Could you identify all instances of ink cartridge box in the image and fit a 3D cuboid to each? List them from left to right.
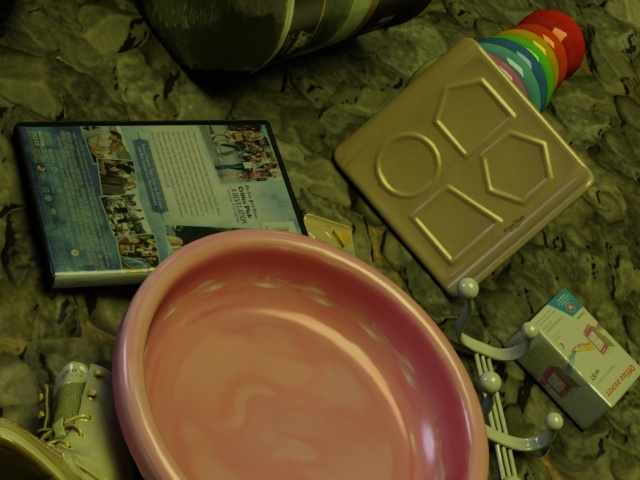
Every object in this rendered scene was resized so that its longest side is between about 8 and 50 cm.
[{"bbox_3d":[0.262,0.122,1.855,0.122,0.052,0.088,48,40,4],"label":"ink cartridge box"}]

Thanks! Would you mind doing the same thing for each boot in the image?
[{"bbox_3d":[-0.203,0.157,1.388,0.213,0.077,0.165,53,25,-42],"label":"boot"}]

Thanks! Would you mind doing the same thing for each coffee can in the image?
[{"bbox_3d":[-0.026,-0.295,1.873,0.275,0.201,0.201,-25,73,-47],"label":"coffee can"}]

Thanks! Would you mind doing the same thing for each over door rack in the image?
[{"bbox_3d":[0.096,0.146,1.660,0.324,0.108,0.239,15,47,-29],"label":"over door rack"}]

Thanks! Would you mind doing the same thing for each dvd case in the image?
[{"bbox_3d":[-0.142,-0.037,1.646,0.253,0.022,0.180,-2,52,-23],"label":"dvd case"}]

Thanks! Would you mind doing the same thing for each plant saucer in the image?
[{"bbox_3d":[-0.022,0.147,1.474,0.332,0.084,0.332,17,49,-20],"label":"plant saucer"}]

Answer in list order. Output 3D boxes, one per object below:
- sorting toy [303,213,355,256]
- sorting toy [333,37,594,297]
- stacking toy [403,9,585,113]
[{"bbox_3d":[0.000,0.000,1.782,0.083,0.012,0.062,18,46,-27],"label":"sorting toy"},{"bbox_3d":[0.147,-0.075,1.857,0.208,0.193,0.038,50,5,12],"label":"sorting toy"},{"bbox_3d":[0.214,-0.189,2.038,0.141,0.141,0.330,44,36,2],"label":"stacking toy"}]
